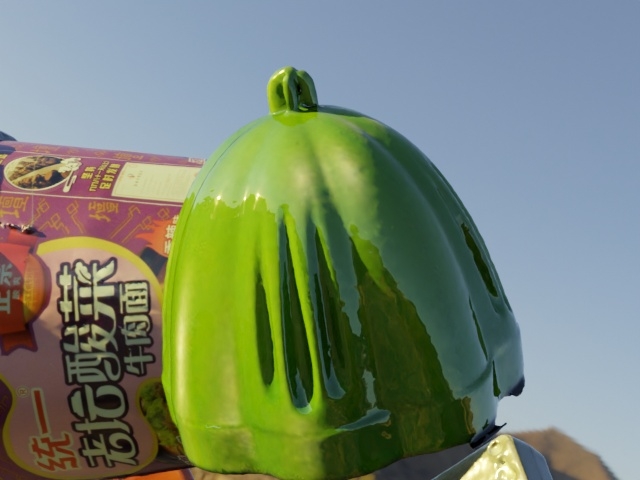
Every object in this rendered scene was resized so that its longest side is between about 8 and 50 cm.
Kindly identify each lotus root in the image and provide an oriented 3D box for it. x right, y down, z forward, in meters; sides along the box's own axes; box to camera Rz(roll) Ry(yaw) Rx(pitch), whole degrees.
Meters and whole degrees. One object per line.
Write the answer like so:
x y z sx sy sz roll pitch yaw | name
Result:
0.000 0.000 0.489 0.186 0.186 0.186 23 -12 5 | lotus root

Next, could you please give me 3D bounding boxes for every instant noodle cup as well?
-0.157 0.063 0.882 0.266 0.340 0.340 -2 -16 6 | instant noodle cup

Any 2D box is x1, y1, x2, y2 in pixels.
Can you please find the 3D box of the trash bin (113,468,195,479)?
-0.174 0.370 1.258 0.161 0.184 0.239 103 -34 -71 | trash bin

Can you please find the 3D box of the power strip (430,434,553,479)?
0.061 0.263 0.804 0.053 0.288 0.093 33 28 -36 | power strip
